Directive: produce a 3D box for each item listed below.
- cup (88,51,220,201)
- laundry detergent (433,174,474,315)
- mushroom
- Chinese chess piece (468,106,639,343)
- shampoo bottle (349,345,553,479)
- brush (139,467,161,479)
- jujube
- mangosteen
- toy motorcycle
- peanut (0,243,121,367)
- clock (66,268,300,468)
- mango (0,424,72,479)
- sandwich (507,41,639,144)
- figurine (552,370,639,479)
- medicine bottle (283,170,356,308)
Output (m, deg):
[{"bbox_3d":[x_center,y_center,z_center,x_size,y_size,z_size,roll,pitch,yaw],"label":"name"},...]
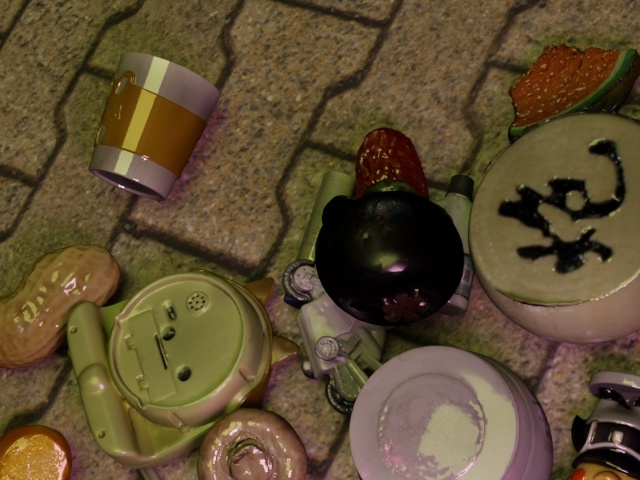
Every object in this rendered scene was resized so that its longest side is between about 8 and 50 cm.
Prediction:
[{"bbox_3d":[-0.310,-0.198,2.079,0.241,0.185,0.226,3,71,56],"label":"cup"},{"bbox_3d":[0.203,0.002,1.866,0.099,0.070,0.225,5,70,23],"label":"laundry detergent"},{"bbox_3d":[-0.104,0.336,1.780,0.166,0.127,0.166,0,92,7],"label":"mushroom"},{"bbox_3d":[0.385,-0.022,1.736,0.349,0.146,0.349,-17,55,25],"label":"Chinese chess piece"},{"bbox_3d":[0.181,0.285,1.643,0.273,0.266,0.273,-6,67,15],"label":"shampoo bottle"},{"bbox_3d":[-0.233,0.425,1.845,0.042,0.039,0.299,-14,53,-37],"label":"brush"},{"bbox_3d":[0.113,-0.101,1.925,0.112,0.109,0.176,4,54,-19],"label":"jujube"},{"bbox_3d":[0.100,0.015,1.745,0.243,0.243,0.243,-7,66,15],"label":"mangosteen"},{"bbox_3d":[0.048,0.135,1.841,0.171,0.110,0.260,-17,72,-17],"label":"toy motorcycle"},{"bbox_3d":[-0.474,0.116,2.009,0.305,0.147,0.147,-41,62,3],"label":"peanut"},{"bbox_3d":[-0.217,0.179,1.892,0.348,0.117,0.286,-25,61,3],"label":"clock"},{"bbox_3d":[-0.492,0.393,1.912,0.141,0.102,0.217,40,87,4],"label":"mango"},{"bbox_3d":[0.395,-0.226,1.904,0.235,0.079,0.159,-46,52,-9],"label":"sandwich"},{"bbox_3d":[0.417,0.314,1.632,0.176,0.133,0.236,11,69,24],"label":"figurine"},{"bbox_3d":[0.000,0.000,1.939,0.059,0.059,0.230,12,72,22],"label":"medicine bottle"}]
